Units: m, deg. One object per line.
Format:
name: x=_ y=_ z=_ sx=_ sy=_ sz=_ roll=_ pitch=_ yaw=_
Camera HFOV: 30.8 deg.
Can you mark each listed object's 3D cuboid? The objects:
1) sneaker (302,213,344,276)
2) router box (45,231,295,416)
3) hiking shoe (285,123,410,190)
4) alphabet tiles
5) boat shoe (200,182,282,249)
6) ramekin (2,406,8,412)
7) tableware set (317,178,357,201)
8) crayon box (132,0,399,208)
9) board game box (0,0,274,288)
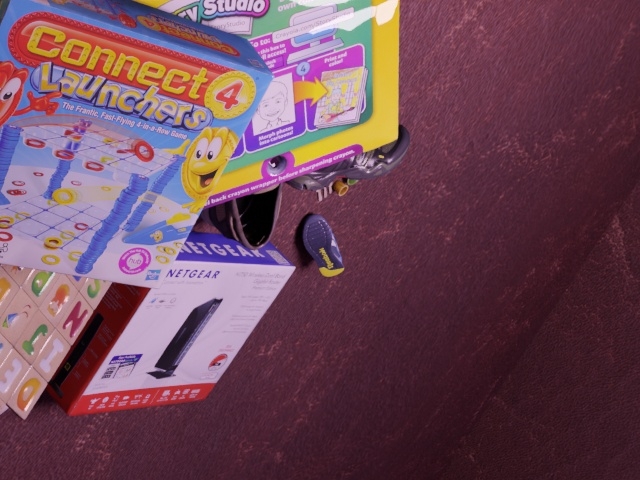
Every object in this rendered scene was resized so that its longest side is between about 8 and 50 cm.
sneaker: x=0.000 y=0.000 z=2.041 sx=0.053 sy=0.059 sz=0.144 roll=-15 pitch=135 yaw=5
router box: x=-0.233 y=0.128 z=1.830 sx=0.301 sy=0.082 sz=0.335 roll=-55 pitch=153 yaw=18
hiking shoe: x=0.046 y=-0.155 z=1.820 sx=0.226 sy=0.086 sz=0.114 roll=-20 pitch=134 yaw=-23
alphabet tiles: x=-0.358 y=0.070 z=1.419 sx=0.343 sy=0.011 sz=0.285 roll=-60 pitch=157 yaw=-22
boat shoe: x=-0.092 y=-0.125 z=1.629 sx=0.132 sy=0.130 sz=0.355 roll=-33 pitch=151 yaw=-26
ramekin: x=-0.464 y=0.155 z=1.496 sx=0.207 sy=0.109 sz=0.207 roll=-35 pitch=151 yaw=-23
tableware set: x=0.036 y=-0.126 z=1.940 sx=0.104 sy=0.024 sz=0.154 roll=-37 pitch=152 yaw=-19
crayon box: x=-0.084 y=-0.215 z=1.399 sx=0.362 sy=0.106 sz=0.313 roll=-21 pitch=134 yaw=-19
board game box: x=-0.252 y=-0.109 z=1.240 sx=0.308 sy=0.086 sz=0.302 roll=11 pitch=121 yaw=-36
